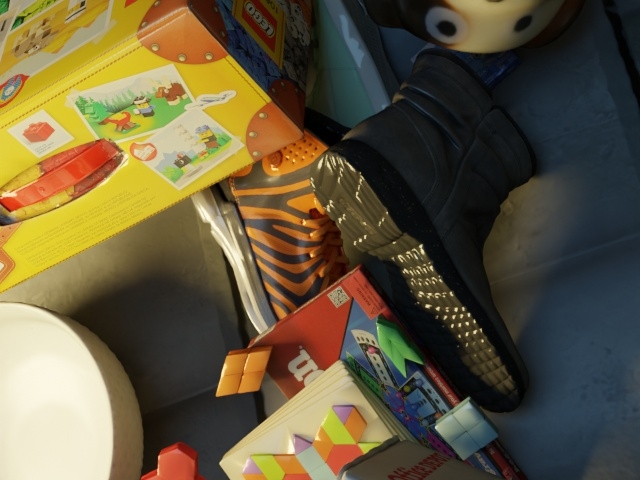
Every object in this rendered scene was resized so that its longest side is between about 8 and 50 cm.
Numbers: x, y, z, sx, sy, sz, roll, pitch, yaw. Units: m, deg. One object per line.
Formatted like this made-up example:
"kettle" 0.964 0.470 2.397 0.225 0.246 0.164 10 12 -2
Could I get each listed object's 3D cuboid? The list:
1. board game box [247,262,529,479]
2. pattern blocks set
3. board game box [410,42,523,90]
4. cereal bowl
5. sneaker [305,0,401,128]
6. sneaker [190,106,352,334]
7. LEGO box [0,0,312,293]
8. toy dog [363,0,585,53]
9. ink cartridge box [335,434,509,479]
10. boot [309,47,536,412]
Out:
"board game box" 0.068 0.175 1.369 0.145 0.027 0.281 -36 97 18
"pattern blocks set" 0.000 0.224 1.366 0.285 0.026 0.325 40 107 -2
"board game box" 0.158 -0.196 1.497 0.090 0.020 0.090 -43 62 12
"cereal bowl" -0.340 0.243 1.573 0.339 0.141 0.339 -6 76 25
"sneaker" -0.002 -0.186 1.534 0.151 0.094 0.256 -30 64 23
"sneaker" 0.000 0.000 1.424 0.180 0.124 0.321 -32 89 25
"LEGO box" -0.259 -0.184 1.494 0.500 0.193 0.372 -26 39 25
"toy dog" 0.160 -0.390 1.364 0.395 0.284 0.408 -174 91 -71
"ink cartridge box" 0.197 0.320 1.154 0.395 0.285 0.166 20 92 14
"boot" 0.157 -0.013 1.383 0.118 0.338 0.223 -8 28 51
